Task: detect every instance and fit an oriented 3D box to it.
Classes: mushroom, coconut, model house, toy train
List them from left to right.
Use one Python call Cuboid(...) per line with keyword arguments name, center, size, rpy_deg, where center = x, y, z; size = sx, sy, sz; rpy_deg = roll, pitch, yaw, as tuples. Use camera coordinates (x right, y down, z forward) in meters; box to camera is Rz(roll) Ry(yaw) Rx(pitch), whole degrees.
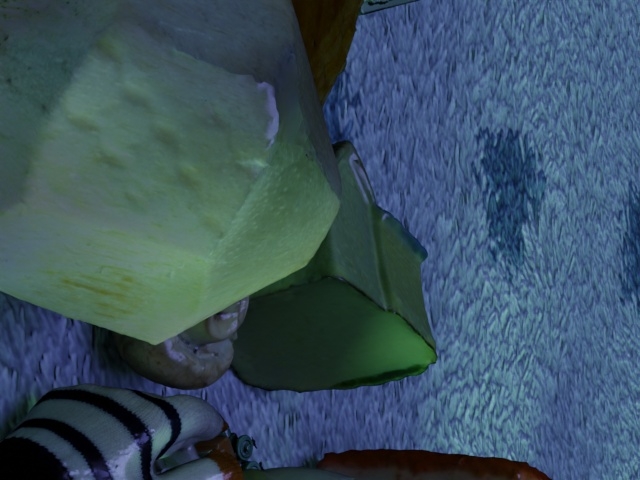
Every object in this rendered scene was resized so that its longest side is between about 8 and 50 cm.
Cuboid(name="coconut", center=(-0.140, -0.090, 1.438), size=(0.353, 0.353, 0.352), rpy_deg=(13, 75, -59))
Cuboid(name="mushroom", center=(-0.123, 0.059, 1.626), size=(0.148, 0.112, 0.148), rpy_deg=(-16, 111, -49))
Cuboid(name="toy train", center=(-0.085, 0.227, 1.740), size=(0.064, 0.044, 0.103), rpy_deg=(-38, 116, -52))
Cuboid(name="model house", center=(-0.002, 0.024, 1.792), size=(0.214, 0.195, 0.189), rpy_deg=(36, 45, -45))

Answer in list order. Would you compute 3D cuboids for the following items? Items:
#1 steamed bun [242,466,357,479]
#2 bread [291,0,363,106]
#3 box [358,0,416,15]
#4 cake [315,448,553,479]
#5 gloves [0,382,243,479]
Cuboid(name="steamed bun", center=(-0.006, 0.338, 1.627), size=(0.309, 0.309, 0.309), rpy_deg=(13, 75, -59))
Cuboid(name="bread", center=(-0.085, -0.260, 1.684), size=(0.277, 0.167, 0.324), rpy_deg=(-63, 143, -52))
Cuboid(name="box", center=(0.038, -0.352, 1.955), size=(0.225, 0.117, 0.225), rpy_deg=(-26, 109, -58))
Cuboid(name="cake", center=(0.130, 0.381, 1.867), size=(0.269, 0.270, 0.319), rpy_deg=(36, 54, -52))
Cuboid(name="gloves", center=(-0.160, 0.169, 1.529), size=(0.219, 0.140, 0.131), rpy_deg=(-30, 107, -48))
